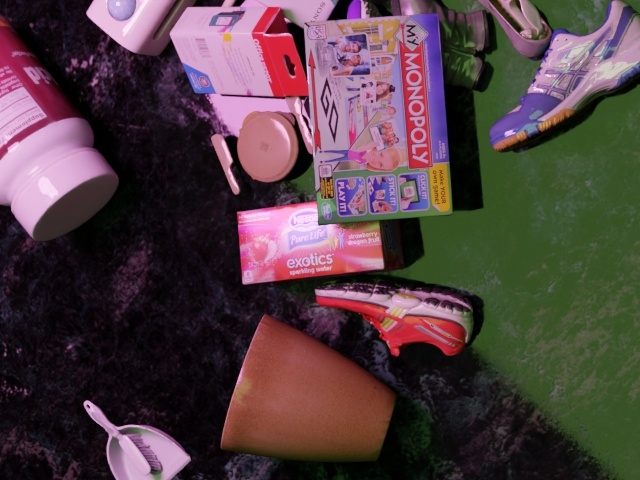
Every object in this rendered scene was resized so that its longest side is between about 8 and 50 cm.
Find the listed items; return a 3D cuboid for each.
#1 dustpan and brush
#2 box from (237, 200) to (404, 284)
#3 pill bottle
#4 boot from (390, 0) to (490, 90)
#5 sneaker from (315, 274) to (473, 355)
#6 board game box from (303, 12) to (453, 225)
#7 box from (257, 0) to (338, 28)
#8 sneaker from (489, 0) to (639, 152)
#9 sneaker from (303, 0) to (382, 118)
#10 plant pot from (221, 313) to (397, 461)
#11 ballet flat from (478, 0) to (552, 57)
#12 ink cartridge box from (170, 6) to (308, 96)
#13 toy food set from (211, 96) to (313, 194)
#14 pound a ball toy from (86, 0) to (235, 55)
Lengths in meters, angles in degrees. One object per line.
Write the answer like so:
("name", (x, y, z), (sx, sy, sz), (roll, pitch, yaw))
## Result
("dustpan and brush", (-0.362, 0.377, 1.988), (0.147, 0.060, 0.211), (-45, 79, 18))
("box", (0.000, 0.000, 1.788), (0.257, 0.122, 0.128), (-7, 86, 21))
("pill bottle", (-0.556, -0.206, 1.929), (0.224, 0.224, 0.392), (-42, 80, 18))
("boot", (0.195, -0.367, 1.730), (0.161, 0.083, 0.246), (1, 94, 8))
("sneaker", (0.114, 0.132, 1.775), (0.279, 0.107, 0.118), (12, 107, 22))
("board game box", (0.090, -0.189, 1.670), (0.213, 0.046, 0.317), (-5, 90, -1))
("box", (-0.083, -0.515, 1.741), (0.322, 0.058, 0.232), (28, 102, -14))
("sneaker", (0.375, -0.253, 1.646), (0.296, 0.112, 0.131), (-33, 84, 9))
("sneaker", (0.039, -0.254, 1.770), (0.146, 0.102, 0.293), (-2, 94, 21))
("plant pot", (-0.010, 0.276, 1.780), (0.254, 0.237, 0.237), (18, 100, 4))
("ballet flat", (0.294, -0.386, 1.679), (0.072, 0.068, 0.213), (-34, 84, -19))
("ink cartridge box", (-0.122, -0.318, 1.792), (0.231, 0.078, 0.134), (6, 139, 25))
("toy food set", (-0.089, -0.167, 1.851), (0.192, 0.038, 0.132), (-24, 83, 28))
("pound a ball toy", (-0.240, -0.465, 1.840), (0.208, 0.136, 0.319), (41, 107, 13))
